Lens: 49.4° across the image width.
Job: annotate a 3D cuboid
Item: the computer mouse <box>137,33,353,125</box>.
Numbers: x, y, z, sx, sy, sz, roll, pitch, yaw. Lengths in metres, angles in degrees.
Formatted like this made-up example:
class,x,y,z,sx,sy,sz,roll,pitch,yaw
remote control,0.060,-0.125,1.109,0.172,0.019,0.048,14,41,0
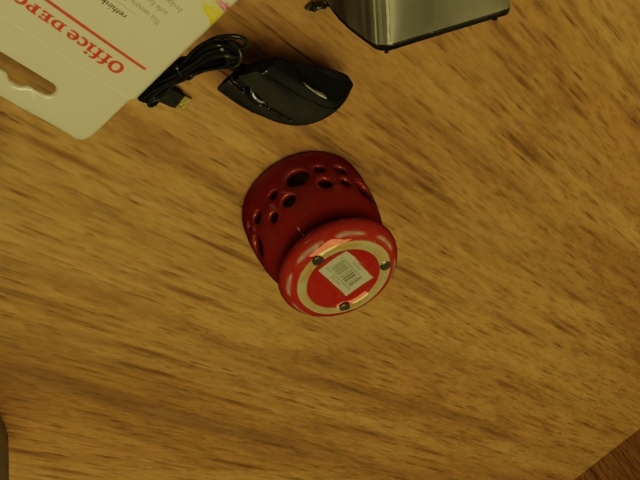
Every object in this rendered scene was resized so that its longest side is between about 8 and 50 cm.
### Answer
class,x,y,z,sx,sy,sz,roll,pitch,yaw
computer mouse,-0.088,-0.165,0.823,0.184,0.060,0.262,-9,175,34

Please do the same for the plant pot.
class,x,y,z,sx,sy,sz,roll,pitch,yaw
plant pot,0.000,0.000,0.973,0.191,0.174,0.191,-12,134,-13

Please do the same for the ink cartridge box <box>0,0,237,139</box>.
class,x,y,z,sx,sy,sz,roll,pitch,yaw
ink cartridge box,-0.192,-0.278,0.648,0.353,0.119,0.207,-37,139,19

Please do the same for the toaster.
class,x,y,z,sx,sy,sz,roll,pitch,yaw
toaster,0.090,-0.295,0.760,0.185,0.168,0.110,-19,132,-11

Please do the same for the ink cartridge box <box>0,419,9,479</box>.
class,x,y,z,sx,sy,sz,roll,pitch,yaw
ink cartridge box,-0.633,0.374,0.919,0.384,0.279,0.160,-12,134,-16
